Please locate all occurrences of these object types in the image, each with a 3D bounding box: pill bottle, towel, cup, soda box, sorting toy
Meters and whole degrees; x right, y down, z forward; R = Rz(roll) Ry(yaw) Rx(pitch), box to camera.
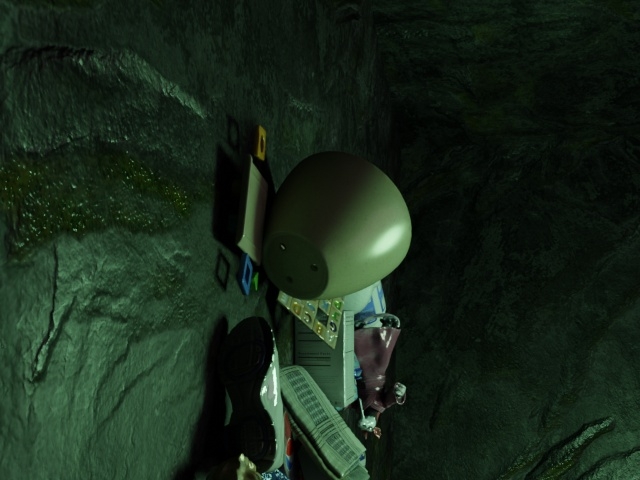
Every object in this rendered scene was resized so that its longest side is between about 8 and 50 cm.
[{"bbox_3d":[0.023,0.571,1.896,0.265,0.153,0.153,42,47,-73],"label":"pill bottle"},{"bbox_3d":[0.001,0.415,1.669,0.324,0.056,0.312,55,4,14],"label":"towel"},{"bbox_3d":[0.000,0.000,1.622,0.237,0.331,0.331,-43,133,-47],"label":"cup"},{"bbox_3d":[-0.095,0.475,1.544,0.092,0.084,0.263,-77,161,-53],"label":"soda box"},{"bbox_3d":[-0.148,-0.059,1.476,0.196,0.047,0.347,69,24,-73],"label":"sorting toy"},{"bbox_3d":[0.135,0.195,2.454,0.272,0.152,0.152,74,19,-49],"label":"pill bottle"}]

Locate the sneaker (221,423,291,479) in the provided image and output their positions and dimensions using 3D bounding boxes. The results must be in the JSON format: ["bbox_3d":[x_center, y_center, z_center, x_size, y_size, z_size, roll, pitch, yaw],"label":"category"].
[{"bbox_3d":[-0.137,0.441,1.404,0.232,0.090,0.081,59,25,-22],"label":"sneaker"}]

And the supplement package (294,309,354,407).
[{"bbox_3d":[0.012,0.304,1.929,0.139,0.134,0.244,23,66,-76],"label":"supplement package"}]

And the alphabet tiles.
[{"bbox_3d":[-0.031,0.120,1.762,0.237,0.009,0.198,44,35,-23],"label":"alphabet tiles"}]

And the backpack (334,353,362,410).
[{"bbox_3d":[0.056,0.382,2.063,0.158,0.117,0.173,47,24,-72],"label":"backpack"}]

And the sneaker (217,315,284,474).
[{"bbox_3d":[-0.121,0.287,1.365,0.129,0.111,0.297,63,22,-62],"label":"sneaker"}]

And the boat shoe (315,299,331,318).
[{"bbox_3d":[-0.024,0.087,1.924,0.302,0.109,0.094,-91,159,-58],"label":"boat shoe"}]

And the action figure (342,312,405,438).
[{"bbox_3d":[0.134,0.420,2.256,0.276,0.248,0.370,-38,127,-83],"label":"action figure"}]

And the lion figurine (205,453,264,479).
[{"bbox_3d":[-0.158,0.563,1.215,0.240,0.142,0.392,-84,-179,-61],"label":"lion figurine"}]

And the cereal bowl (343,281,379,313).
[{"bbox_3d":[0.096,0.055,2.134,0.339,0.141,0.338,180,-90,-87],"label":"cereal bowl"}]
